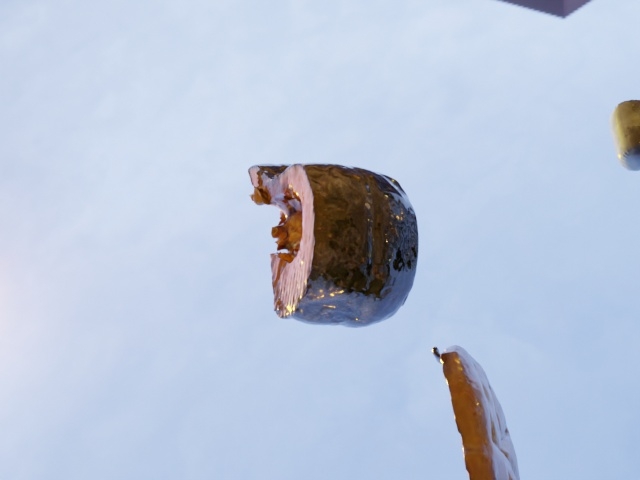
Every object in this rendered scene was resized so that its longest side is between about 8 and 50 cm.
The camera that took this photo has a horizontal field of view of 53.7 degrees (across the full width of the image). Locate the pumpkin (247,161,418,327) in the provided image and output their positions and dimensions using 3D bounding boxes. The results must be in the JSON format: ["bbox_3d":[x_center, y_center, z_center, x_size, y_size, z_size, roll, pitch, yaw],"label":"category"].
[{"bbox_3d":[0.001,0.000,0.779,0.280,0.139,0.190,-161,-107,-67],"label":"pumpkin"}]

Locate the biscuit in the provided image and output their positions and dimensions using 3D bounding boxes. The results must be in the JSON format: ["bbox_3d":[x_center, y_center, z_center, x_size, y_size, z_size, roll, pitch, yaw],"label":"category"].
[{"bbox_3d":[0.153,0.188,0.569,0.041,0.260,0.202,-23,-104,14],"label":"biscuit"}]

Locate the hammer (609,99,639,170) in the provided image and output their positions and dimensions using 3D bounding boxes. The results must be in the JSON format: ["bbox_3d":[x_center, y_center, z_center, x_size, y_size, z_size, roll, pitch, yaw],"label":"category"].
[{"bbox_3d":[0.535,-0.137,1.026,0.070,0.194,0.116,-25,-133,35],"label":"hammer"}]
